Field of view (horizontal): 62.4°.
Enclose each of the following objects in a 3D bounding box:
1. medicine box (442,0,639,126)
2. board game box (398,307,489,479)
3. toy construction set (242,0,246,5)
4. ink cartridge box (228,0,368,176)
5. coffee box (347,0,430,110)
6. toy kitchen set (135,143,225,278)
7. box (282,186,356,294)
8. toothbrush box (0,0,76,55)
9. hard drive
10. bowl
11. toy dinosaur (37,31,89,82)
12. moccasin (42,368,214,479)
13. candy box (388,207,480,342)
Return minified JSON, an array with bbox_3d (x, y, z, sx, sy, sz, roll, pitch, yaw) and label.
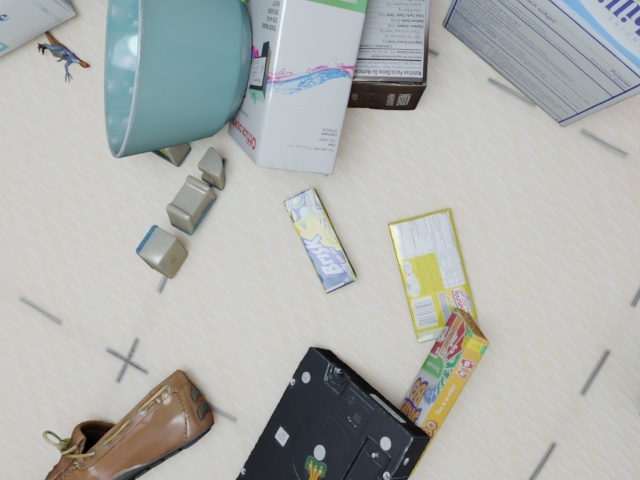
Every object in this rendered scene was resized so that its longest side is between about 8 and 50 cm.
[{"bbox_3d":[0.330,-0.314,0.718,0.263,0.289,0.149,41,95,2],"label":"medicine box"},{"bbox_3d":[0.171,0.239,0.819,0.039,0.124,0.259,23,101,-2],"label":"board game box"},{"bbox_3d":[-0.118,-0.486,0.812,0.215,0.151,0.328,21,108,-27],"label":"toy construction set"},{"bbox_3d":[-0.041,-0.254,0.747,0.117,0.201,0.278,2,113,-23],"label":"ink cartridge box"},{"bbox_3d":[0.100,-0.361,0.796,0.119,0.168,0.297,2,93,3],"label":"coffee box"},{"bbox_3d":[-0.269,-0.072,0.879,0.166,0.122,0.207,30,74,3],"label":"toy kitchen set"},{"bbox_3d":[0.000,0.000,0.873,0.059,0.054,0.169,-25,91,5],"label":"box"},{"bbox_3d":[-0.570,-0.465,0.851,0.216,0.126,0.295,-27,83,5],"label":"toothbrush box"},{"bbox_3d":[-0.008,0.371,0.818,0.237,0.064,0.339,32,95,43],"label":"hard drive"},{"bbox_3d":[-0.204,-0.265,0.751,0.163,0.311,0.312,2,93,-29],"label":"bowl"},{"bbox_3d":[-0.436,-0.322,0.903,0.082,0.047,0.090,6,82,-14],"label":"toy dinosaur"},{"bbox_3d":[-0.366,0.349,0.873,0.380,0.139,0.147,-34,83,7],"label":"moccasin"},{"bbox_3d":[0.187,0.058,0.874,0.105,0.027,0.206,-14,91,2],"label":"candy box"}]
